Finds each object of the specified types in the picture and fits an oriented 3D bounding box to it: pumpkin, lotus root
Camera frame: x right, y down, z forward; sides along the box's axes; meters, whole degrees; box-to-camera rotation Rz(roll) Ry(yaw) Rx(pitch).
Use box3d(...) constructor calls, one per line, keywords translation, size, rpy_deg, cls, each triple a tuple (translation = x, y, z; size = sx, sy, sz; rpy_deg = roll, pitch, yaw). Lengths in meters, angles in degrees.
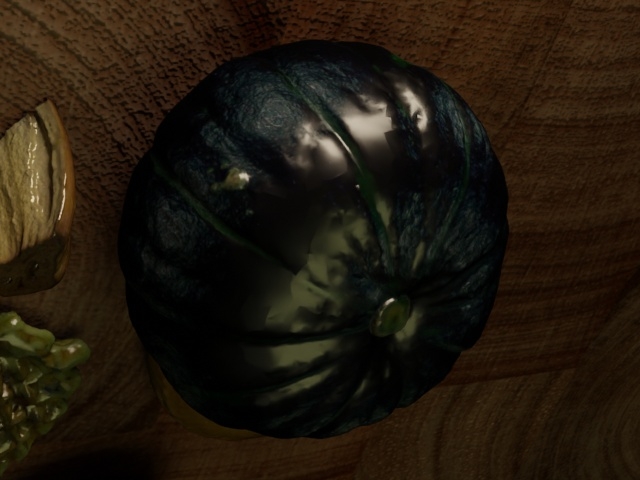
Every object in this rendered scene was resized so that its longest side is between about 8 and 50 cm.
box3d(translation=(0.000, 0.000, 1.084), size=(0.363, 0.266, 0.364), rpy_deg=(-17, 124, -28), cls="pumpkin")
box3d(translation=(-0.251, -0.018, 1.031), size=(0.159, 0.135, 0.095), rpy_deg=(-36, 143, 20), cls="lotus root")

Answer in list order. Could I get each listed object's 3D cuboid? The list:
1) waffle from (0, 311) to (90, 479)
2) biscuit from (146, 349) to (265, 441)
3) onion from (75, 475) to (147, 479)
box3d(translation=(-0.342, 0.163, 1.177), size=(0.204, 0.054, 0.223), rpy_deg=(23, 112, -46), cls="waffle")
box3d(translation=(-0.057, 0.133, 1.321), size=(0.274, 0.091, 0.213), rpy_deg=(-10, 131, -31), cls="biscuit")
box3d(translation=(-0.254, 0.376, 1.327), size=(0.256, 0.272, 0.231), rpy_deg=(-10, 107, -36), cls="onion")
